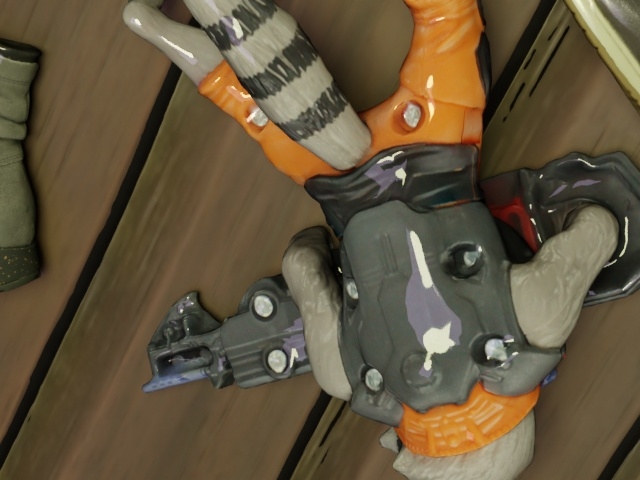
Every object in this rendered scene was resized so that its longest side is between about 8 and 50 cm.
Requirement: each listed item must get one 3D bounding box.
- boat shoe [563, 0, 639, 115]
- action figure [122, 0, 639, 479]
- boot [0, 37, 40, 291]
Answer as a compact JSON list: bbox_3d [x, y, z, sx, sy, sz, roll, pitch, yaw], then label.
[{"bbox_3d":[0.185,-0.093,0.757,0.073,0.080,0.223,-34,99,18],"label":"boat shoe"},{"bbox_3d":[0.000,0.000,0.787,0.341,0.178,0.330,-25,94,24],"label":"action figure"},{"bbox_3d":[-0.280,-0.054,0.919,0.246,0.083,0.161,1,99,11],"label":"boot"}]
